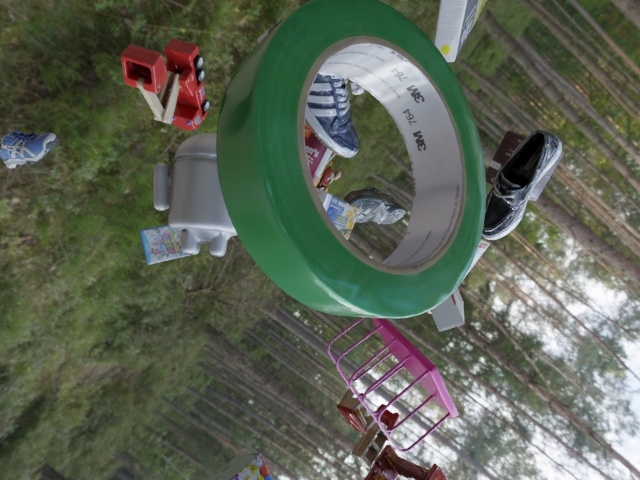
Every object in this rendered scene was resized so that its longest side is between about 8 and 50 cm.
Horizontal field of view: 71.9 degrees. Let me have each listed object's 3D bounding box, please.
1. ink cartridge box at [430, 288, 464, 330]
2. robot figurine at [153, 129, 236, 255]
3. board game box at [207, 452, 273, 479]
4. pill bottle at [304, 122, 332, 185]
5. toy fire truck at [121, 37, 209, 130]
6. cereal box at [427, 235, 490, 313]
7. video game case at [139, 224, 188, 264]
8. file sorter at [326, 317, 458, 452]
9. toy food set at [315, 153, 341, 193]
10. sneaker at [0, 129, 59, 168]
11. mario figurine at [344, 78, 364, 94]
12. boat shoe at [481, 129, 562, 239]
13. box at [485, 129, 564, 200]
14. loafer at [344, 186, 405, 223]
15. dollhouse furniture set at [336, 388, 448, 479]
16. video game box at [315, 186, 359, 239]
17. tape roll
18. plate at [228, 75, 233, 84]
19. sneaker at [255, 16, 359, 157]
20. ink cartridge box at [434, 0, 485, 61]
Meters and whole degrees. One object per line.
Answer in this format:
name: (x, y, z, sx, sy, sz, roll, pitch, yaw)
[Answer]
ink cartridge box: (0.267, 0.121, 0.956, 0.056, 0.099, 0.135, -22, -175, 20)
robot figurine: (-0.302, -0.135, 1.198, 0.200, 0.299, 0.354, 163, -68, -76)
board game box: (-0.213, 0.831, 1.370, 0.142, 0.276, 0.144, -28, 177, 40)
pill bottle: (-0.027, -0.257, 1.210, 0.221, 0.121, 0.121, -63, -170, 2)
toy fire truck: (-0.223, -0.224, 0.663, 0.192, 0.047, 0.135, 101, 6, -58)
cereal box: (0.314, 0.050, 1.175, 0.240, 0.047, 0.173, -60, -143, 20)
video game case: (-0.531, 0.007, 1.538, 0.166, 0.119, 0.015, -14, -171, -32)
file sorter: (0.170, 0.354, 1.144, 0.182, 0.202, 0.290, -36, -148, -9)
toy food set: (0.035, -0.261, 1.877, 0.128, 0.071, 0.218, -52, 174, -47)
sneaker: (-0.776, -0.247, 1.154, 0.211, 0.081, 0.080, -11, -138, 22)
mario figurine: (0.061, -0.616, 1.694, 0.198, 0.170, 0.320, -37, 173, -13)
boat shoe: (0.477, -0.133, 1.099, 0.102, 0.108, 0.301, -1, 129, -45)
box: (0.753, -0.277, 1.644, 0.166, 0.168, 0.203, -3, 122, -43)
loafer: (0.135, -0.101, 1.192, 0.096, 0.084, 0.267, -38, 155, 26)
dollhouse furniture set: (0.192, 0.628, 1.272, 0.201, 0.374, 0.152, -6, -147, 51)
video game box: (0.000, 0.000, 0.899, 0.187, 0.048, 0.205, -66, 158, 5)
tape roll: (0.053, -0.082, 0.467, 0.077, 0.321, 0.321, -11, -142, 52)
plate: (-0.140, -0.517, 1.394, 0.278, 0.277, 0.045, -36, 149, 2)
sneaker: (0.025, -0.291, 0.814, 0.153, 0.282, 0.099, -27, -152, 28)
ink cartridge box: (0.335, -0.554, 0.996, 0.304, 0.072, 0.307, -60, 159, -29)
